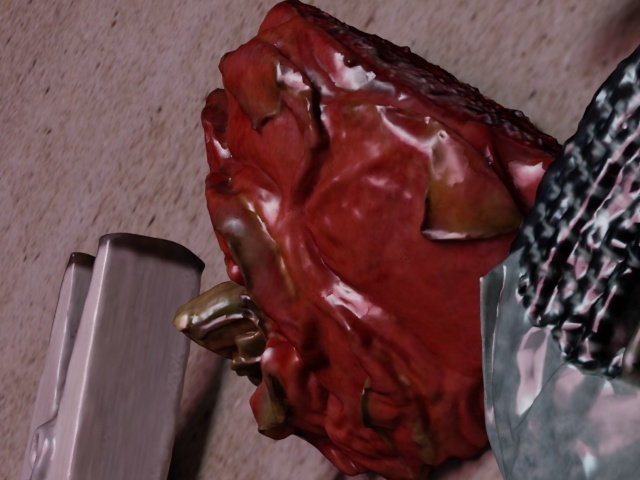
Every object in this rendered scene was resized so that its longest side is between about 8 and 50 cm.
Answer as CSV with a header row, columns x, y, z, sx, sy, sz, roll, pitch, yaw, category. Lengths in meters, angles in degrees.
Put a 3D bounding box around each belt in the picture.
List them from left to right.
x,y,z,sx,sy,sz,roll,pitch,yaw,category
0.174,0.030,0.668,0.207,0.150,0.257,35,100,49,belt

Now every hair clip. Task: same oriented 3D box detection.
x,y,z,sx,sy,sz,roll,pitch,yaw,category
-0.133,0.162,1.108,0.101,0.085,0.330,-15,63,55,hair clip

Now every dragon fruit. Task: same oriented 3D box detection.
x,y,z,sx,sy,sz,roll,pitch,yaw,category
0.000,0.000,0.952,0.205,0.152,0.317,-63,31,7,dragon fruit
